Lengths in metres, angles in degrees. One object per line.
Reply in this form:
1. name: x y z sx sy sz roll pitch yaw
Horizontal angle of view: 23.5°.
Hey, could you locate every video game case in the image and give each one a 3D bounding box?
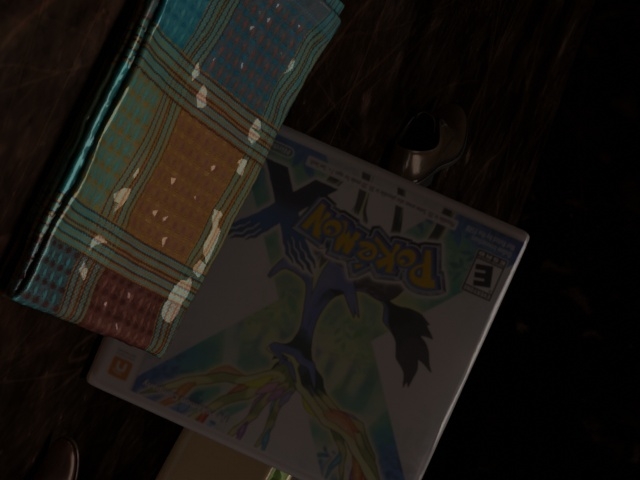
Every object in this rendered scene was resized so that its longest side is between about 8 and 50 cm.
1. video game case: -0.014 0.064 1.449 0.036 0.329 0.299 -29 143 -86

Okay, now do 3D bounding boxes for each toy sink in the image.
1. toy sink: -0.087 0.250 1.929 0.234 0.131 0.153 -61 167 -19

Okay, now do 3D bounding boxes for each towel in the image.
1. towel: -0.113 -0.089 1.302 0.370 0.040 0.271 -64 153 -4

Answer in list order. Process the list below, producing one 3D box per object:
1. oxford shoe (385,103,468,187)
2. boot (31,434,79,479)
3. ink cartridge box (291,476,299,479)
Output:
1. oxford shoe: 0.171 -0.158 2.318 0.227 0.083 0.096 -51 156 -50
2. boot: -0.270 0.234 1.407 0.106 0.037 0.114 -69 162 8
3. ink cartridge box: -0.051 0.342 2.326 0.122 0.089 0.052 -48 156 -53
